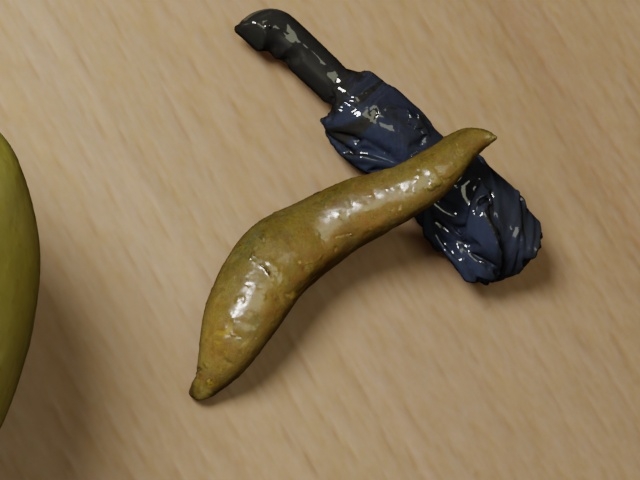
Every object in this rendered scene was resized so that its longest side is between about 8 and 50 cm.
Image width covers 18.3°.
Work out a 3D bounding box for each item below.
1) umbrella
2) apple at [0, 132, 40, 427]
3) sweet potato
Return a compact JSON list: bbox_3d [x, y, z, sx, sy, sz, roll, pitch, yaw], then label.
[{"bbox_3d":[0.049,-0.066,1.282,0.248,0.071,0.071,46,62,-14],"label":"umbrella"},{"bbox_3d":[-0.268,0.026,0.993,0.262,0.262,0.262,7,76,-27],"label":"apple"},{"bbox_3d":[0.000,-0.002,1.231,0.249,0.069,0.059,-39,143,-13],"label":"sweet potato"}]
